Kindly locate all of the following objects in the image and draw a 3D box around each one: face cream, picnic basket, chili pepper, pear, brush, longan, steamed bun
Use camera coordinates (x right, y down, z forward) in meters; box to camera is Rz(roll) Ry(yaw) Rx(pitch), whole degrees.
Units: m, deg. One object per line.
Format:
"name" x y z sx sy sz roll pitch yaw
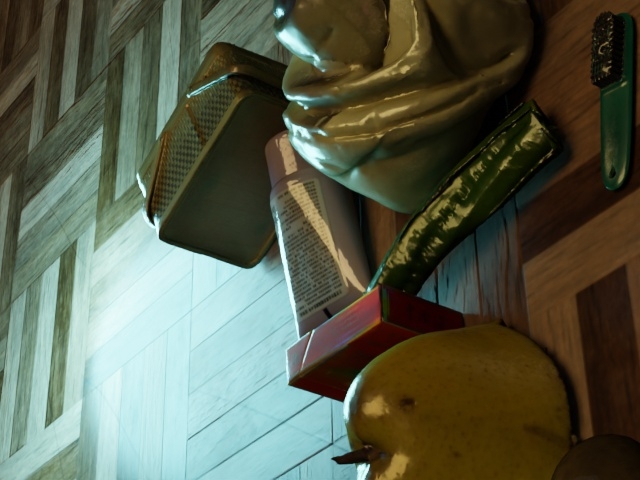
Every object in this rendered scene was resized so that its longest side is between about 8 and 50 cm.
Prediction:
"face cream" 0.000 0.000 1.787 0.154 0.096 0.274 -34 58 43
"picnic basket" -0.109 -0.111 1.943 0.266 0.165 0.139 -57 34 24
"chili pepper" 0.121 -0.005 1.580 0.359 0.076 0.085 -48 40 28
"pear" 0.103 0.180 1.406 0.267 0.178 0.267 -32 46 41
"brush" 0.278 -0.139 1.444 0.043 0.032 0.193 -26 50 51
"longan" 0.247 0.207 1.234 0.119 0.106 0.106 -24 39 0
"steamed bun" 0.057 -0.242 1.668 0.346 0.237 0.394 -12 63 57

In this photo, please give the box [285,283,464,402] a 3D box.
"box" 0.056 0.114 1.585 0.175 0.112 0.048 -36 44 42
